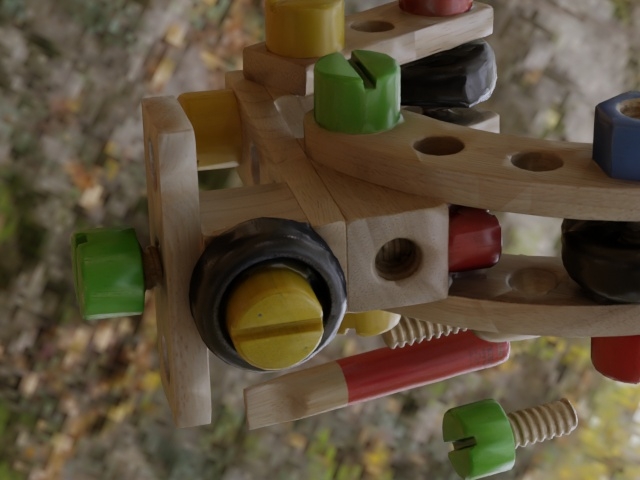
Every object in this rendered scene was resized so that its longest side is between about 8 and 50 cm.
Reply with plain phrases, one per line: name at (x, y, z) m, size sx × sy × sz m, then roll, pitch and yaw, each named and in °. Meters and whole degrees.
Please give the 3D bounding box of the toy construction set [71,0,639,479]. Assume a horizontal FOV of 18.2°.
toy construction set at (0.000, 0.000, 0.850) m, size 0.309 × 0.237 × 0.257 m, roll 96°, pitch -26°, yaw -51°
